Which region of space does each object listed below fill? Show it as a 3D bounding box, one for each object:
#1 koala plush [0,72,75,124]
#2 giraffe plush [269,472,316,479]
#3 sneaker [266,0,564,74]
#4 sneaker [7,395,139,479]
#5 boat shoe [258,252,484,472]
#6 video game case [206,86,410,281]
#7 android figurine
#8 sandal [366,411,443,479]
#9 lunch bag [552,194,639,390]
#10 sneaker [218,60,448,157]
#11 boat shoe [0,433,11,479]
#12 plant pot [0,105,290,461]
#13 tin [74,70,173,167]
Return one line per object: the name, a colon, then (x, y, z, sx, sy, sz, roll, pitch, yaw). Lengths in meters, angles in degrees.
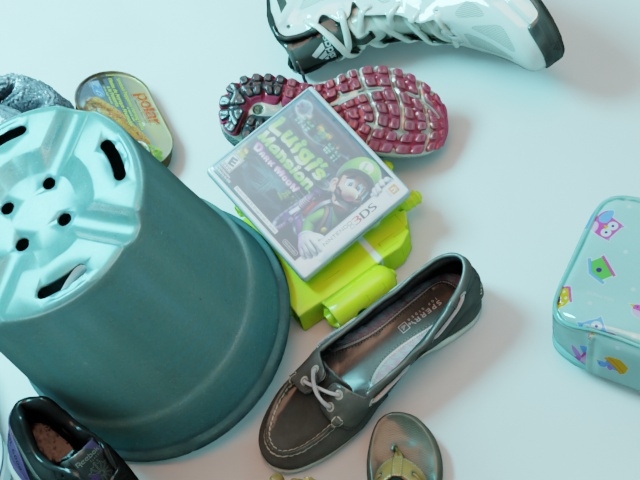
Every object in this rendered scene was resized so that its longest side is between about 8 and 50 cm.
koala plush: (-0.408, -0.086, 1.719, 0.203, 0.196, 0.221, -7, 53, -8)
giraffe plush: (-0.021, 0.332, 1.384, 0.210, 0.181, 0.170, -40, 47, 4)
sneaker: (0.099, -0.282, 1.779, 0.257, 0.169, 0.447, -47, 53, -8)
sneaker: (-0.238, 0.279, 1.417, 0.283, 0.124, 0.107, 37, 59, 18)
boat shoe: (0.053, 0.132, 1.542, 0.335, 0.095, 0.112, -39, 59, -14)
video game case: (-0.015, -0.072, 1.631, 0.173, 0.022, 0.190, -40, 75, -11)
android figurine: (0.000, 0.000, 1.661, 0.273, 0.056, 0.248, -34, 58, -8)
sandal: (0.082, 0.288, 1.459, 0.090, 0.060, 0.219, 6, 60, 14)
lunch bag: (0.420, 0.070, 1.503, 0.279, 0.108, 0.224, 18, 58, 19)
sneaker: (0.018, -0.161, 1.731, 0.299, 0.112, 0.121, 5, 76, 0)
boat shoe: (-0.444, 0.207, 1.597, 0.095, 0.084, 0.258, -24, 57, -5)
plant pot: (-0.248, 0.037, 1.489, 0.341, 0.334, 0.341, -8, 62, 16)
tin: (-0.268, -0.156, 1.805, 0.106, 0.040, 0.189, -17, 55, -17)
